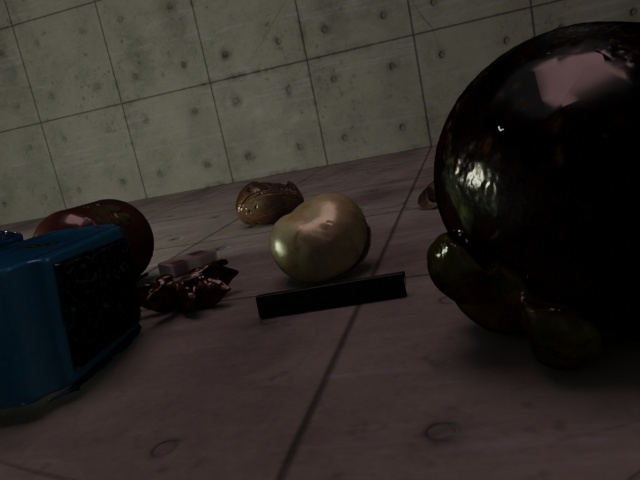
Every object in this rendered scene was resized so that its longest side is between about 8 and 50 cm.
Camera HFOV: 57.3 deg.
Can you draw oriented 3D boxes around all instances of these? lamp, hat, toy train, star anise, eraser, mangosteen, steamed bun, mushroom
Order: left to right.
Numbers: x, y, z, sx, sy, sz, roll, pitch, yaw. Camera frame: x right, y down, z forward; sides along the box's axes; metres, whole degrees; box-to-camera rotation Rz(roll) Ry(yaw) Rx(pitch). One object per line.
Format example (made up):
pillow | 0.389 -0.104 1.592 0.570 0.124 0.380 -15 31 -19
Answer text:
toy train | -0.369 0.081 0.698 0.264 0.188 0.300 -6 11 5
lamp | -0.407 0.019 1.074 0.180 0.180 0.258 -7 11 22
star anise | -0.203 0.075 0.867 0.167 0.057 0.168 -16 12 3
eraser | -0.256 0.043 1.135 0.105 0.026 0.065 -21 17 -39
steamed bun | -0.132 -0.101 1.500 0.175 0.107 0.145 -10 11 -5
mushroom | 0.000 0.000 0.888 0.154 0.123 0.154 -12 50 14
hat | 0.247 -0.090 1.262 0.058 0.042 0.087 -7 46 37
mangosteen | 0.224 -0.034 0.494 0.287 0.288 0.288 -11 12 2

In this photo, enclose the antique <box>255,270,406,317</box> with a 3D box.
antique | 0.013 0.069 0.736 0.191 0.031 0.015 -10 5 10
